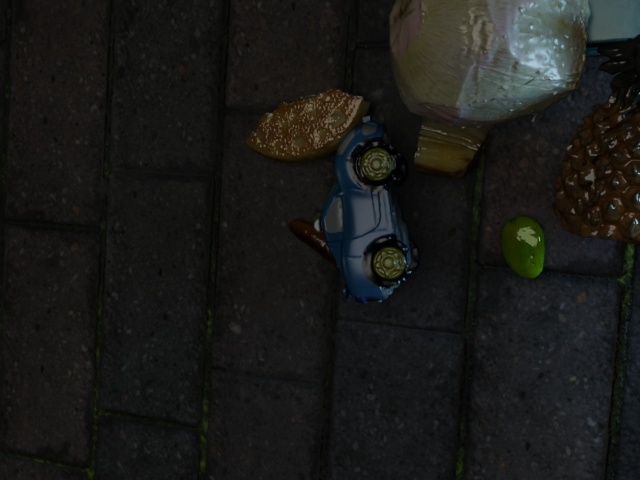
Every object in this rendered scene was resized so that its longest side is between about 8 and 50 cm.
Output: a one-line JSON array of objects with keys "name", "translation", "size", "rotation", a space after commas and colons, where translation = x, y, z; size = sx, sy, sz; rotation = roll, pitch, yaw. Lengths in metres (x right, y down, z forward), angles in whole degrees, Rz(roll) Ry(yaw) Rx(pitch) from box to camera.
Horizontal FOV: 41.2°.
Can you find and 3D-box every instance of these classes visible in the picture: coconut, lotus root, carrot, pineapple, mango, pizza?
[{"name": "coconut", "translation": [0.233, -0.314, 1.297], "size": [0.297, 0.255, 0.297], "rotation": [9, 101, 61]}, {"name": "lotus root", "translation": [0.213, -0.163, 1.448], "size": [0.135, 0.095, 0.159], "rotation": [19, 59, 12]}, {"name": "carrot", "translation": [0.000, 0.000, 1.548], "size": [0.139, 0.048, 0.048], "rotation": [34, 103, 16]}, {"name": "pineapple", "translation": [0.476, -0.175, 1.248], "size": [0.223, 0.223, 0.357], "rotation": [13, 116, 18]}, {"name": "mango", "translation": [0.341, 0.012, 1.424], "size": [0.073, 0.056, 0.108], "rotation": [-16, 91, 25]}, {"name": "pizza", "translation": [-0.019, -0.204, 1.536], "size": [0.246, 0.058, 0.127], "rotation": [-28, 85, 20]}]

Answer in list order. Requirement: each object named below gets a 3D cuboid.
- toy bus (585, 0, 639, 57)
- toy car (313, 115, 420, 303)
[{"name": "toy bus", "translation": [0.445, -0.421, 1.317], "size": [0.128, 0.147, 0.256], "rotation": [0, 94, 17]}, {"name": "toy car", "translation": [0.071, -0.047, 1.432], "size": [0.166, 0.198, 0.314], "rotation": [-7, 92, 9]}]
